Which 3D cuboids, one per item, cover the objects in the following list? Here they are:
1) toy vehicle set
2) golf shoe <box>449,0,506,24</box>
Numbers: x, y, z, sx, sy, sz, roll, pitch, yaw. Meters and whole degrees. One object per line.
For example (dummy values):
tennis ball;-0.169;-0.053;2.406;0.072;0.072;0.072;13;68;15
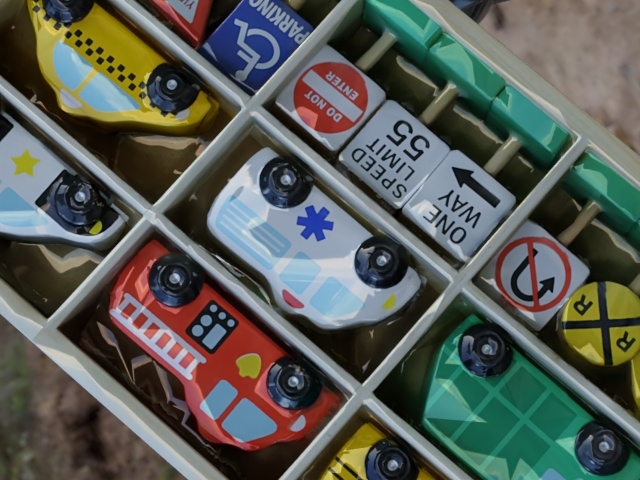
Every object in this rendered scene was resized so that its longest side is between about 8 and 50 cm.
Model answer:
toy vehicle set;0.000;0.000;0.507;0.267;0.166;0.035;40;173;7
golf shoe;-0.001;-0.204;0.604;0.120;0.105;0.273;0;90;47
